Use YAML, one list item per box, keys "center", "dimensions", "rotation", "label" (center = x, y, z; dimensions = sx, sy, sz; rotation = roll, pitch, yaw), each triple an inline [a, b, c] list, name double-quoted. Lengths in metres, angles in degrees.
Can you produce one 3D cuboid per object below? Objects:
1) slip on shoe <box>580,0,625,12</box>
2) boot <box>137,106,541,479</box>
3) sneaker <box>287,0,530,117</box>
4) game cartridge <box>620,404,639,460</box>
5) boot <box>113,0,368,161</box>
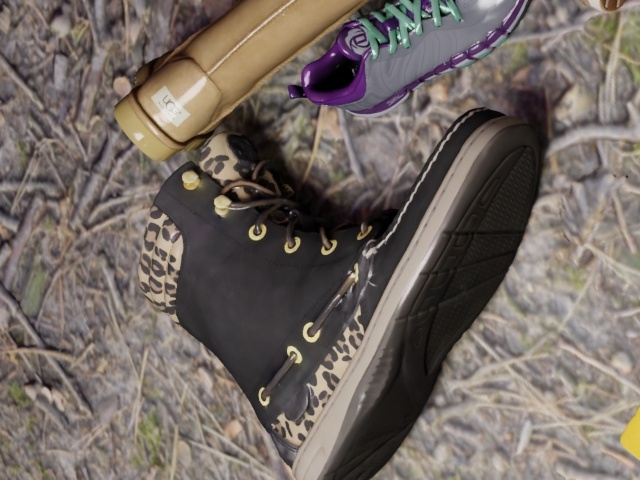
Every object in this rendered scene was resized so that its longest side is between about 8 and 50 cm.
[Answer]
- center: [0.218, -0.238, 1.105]
  dimensions: [0.041, 0.051, 0.135]
  rotation: [36, 125, 44]
  label: "slip on shoe"
- center: [0.000, 0.000, 1.259]
  dimensions: [0.284, 0.138, 0.377]
  rotation: [42, 124, 29]
  label: "boot"
- center: [0.074, -0.167, 1.198]
  dimensions: [0.223, 0.098, 0.083]
  rotation: [-39, 70, 36]
  label: "sneaker"
- center: [0.385, 0.090, 0.999]
  dimensions: [0.285, 0.052, 0.324]
  rotation: [39, 120, 31]
  label: "game cartridge"
- center: [-0.038, -0.184, 1.279]
  dimensions: [0.269, 0.236, 0.089]
  rotation: [-38, 103, 14]
  label: "boot"
